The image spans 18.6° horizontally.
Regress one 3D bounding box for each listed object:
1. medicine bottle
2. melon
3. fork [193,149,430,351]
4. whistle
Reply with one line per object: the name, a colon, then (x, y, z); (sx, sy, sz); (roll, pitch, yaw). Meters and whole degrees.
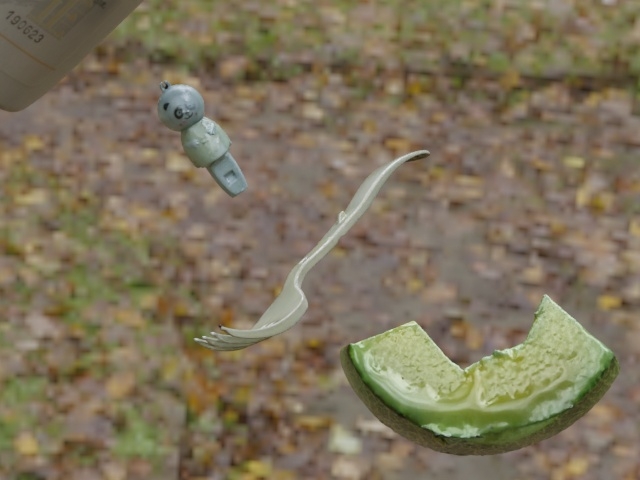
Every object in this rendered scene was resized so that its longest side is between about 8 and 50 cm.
medicine bottle: (-0.165, -0.235, 1.361); (0.161, 0.296, 0.111); (36, 16, -47)
melon: (0.125, 0.106, 1.511); (0.209, 0.118, 0.064); (-16, -13, 4)
fork: (0.004, 0.005, 1.062); (0.034, 0.028, 0.219); (-35, 6, 43)
whistle: (-0.087, -0.075, 1.426); (0.035, 0.100, 0.035); (-33, 14, 9)
